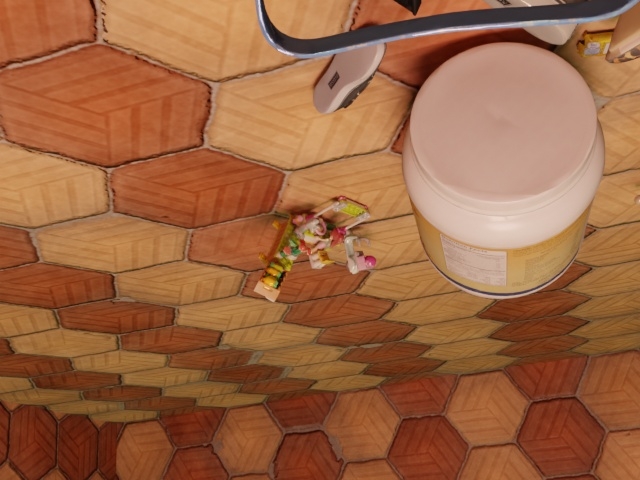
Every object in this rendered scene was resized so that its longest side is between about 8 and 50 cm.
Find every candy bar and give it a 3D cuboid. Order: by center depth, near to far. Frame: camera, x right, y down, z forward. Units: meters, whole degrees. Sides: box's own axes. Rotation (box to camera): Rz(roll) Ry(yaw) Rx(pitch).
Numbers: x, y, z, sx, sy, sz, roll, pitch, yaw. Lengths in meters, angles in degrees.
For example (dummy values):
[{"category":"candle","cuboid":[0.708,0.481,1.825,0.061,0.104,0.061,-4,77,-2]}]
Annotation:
[{"category":"candy bar","cuboid":[0.373,-0.230,0.861,0.162,0.018,0.040,-6,155,4]}]

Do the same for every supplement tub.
[{"category":"supplement tub","cuboid":[0.222,-0.074,0.937,0.229,0.228,0.316,-9,158,10]}]

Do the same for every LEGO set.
[{"category":"LEGO set","cuboid":[0.000,0.000,1.202,0.107,0.132,0.287,-28,172,33]}]

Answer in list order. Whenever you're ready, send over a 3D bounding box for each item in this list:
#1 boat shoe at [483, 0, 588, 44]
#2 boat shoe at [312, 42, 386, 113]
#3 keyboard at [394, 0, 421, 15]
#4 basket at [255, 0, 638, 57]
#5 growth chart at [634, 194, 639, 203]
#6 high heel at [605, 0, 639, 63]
[{"category":"boat shoe","cuboid":[0.151,-0.259,0.667,0.219,0.070,0.078,28,-177,-26]},{"category":"boat shoe","cuboid":[0.038,-0.190,0.858,0.040,0.049,0.142,-15,167,-32]},{"category":"keyboard","cuboid":[0.064,-0.256,0.635,0.023,0.108,0.180,-48,163,-6]},{"category":"basket","cuboid":[0.070,-0.248,0.427,0.255,0.201,0.288,-6,127,4]},{"category":"growth chart","cuboid":[0.630,-0.114,1.174,0.172,0.021,0.237,-9,163,-28]},{"category":"high heel","cuboid":[0.421,-0.242,0.732,0.186,0.093,0.261,11,145,-22]}]
